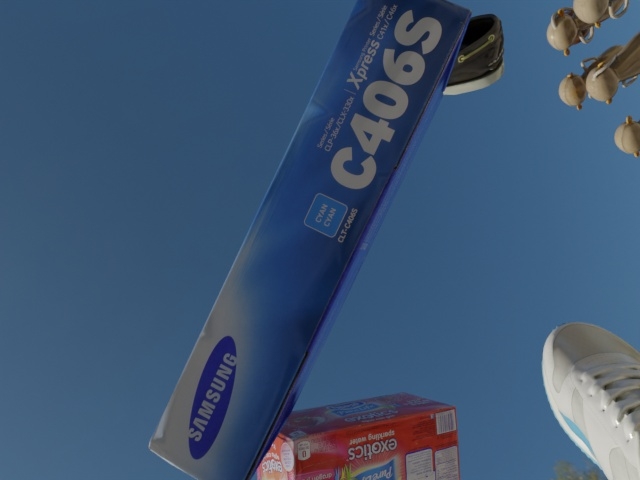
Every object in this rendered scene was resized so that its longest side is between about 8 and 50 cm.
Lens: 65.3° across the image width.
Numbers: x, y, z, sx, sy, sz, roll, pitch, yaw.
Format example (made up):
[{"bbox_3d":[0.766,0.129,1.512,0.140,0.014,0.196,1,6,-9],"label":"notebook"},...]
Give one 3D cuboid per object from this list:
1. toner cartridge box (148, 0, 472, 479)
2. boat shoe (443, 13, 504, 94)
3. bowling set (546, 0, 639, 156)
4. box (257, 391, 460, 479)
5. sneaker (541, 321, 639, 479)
[{"bbox_3d":[0.000,0.000,0.399,0.075,0.165,0.348,26,-88,9],"label":"toner cartridge box"},{"bbox_3d":[0.098,-0.201,0.585,0.069,0.227,0.081,64,-166,-51],"label":"boat shoe"},{"bbox_3d":[0.397,-0.267,0.733,0.154,0.200,0.287,-36,-62,-7],"label":"bowling set"},{"bbox_3d":[0.051,0.291,0.665,0.256,0.122,0.128,0,-96,-30],"label":"box"},{"bbox_3d":[0.218,0.127,0.325,0.087,0.229,0.092,-15,-57,4],"label":"sneaker"}]
